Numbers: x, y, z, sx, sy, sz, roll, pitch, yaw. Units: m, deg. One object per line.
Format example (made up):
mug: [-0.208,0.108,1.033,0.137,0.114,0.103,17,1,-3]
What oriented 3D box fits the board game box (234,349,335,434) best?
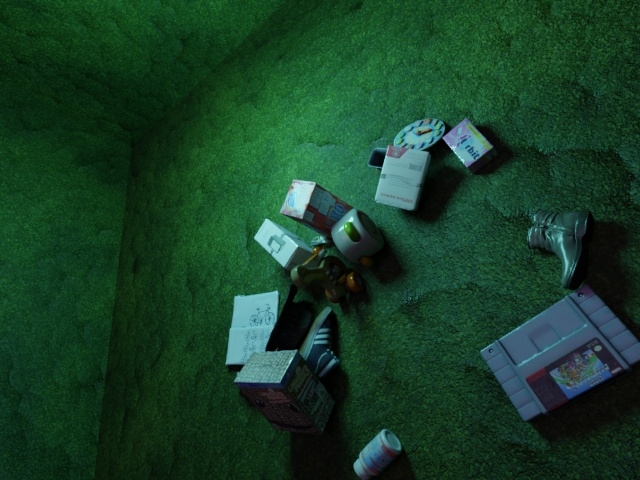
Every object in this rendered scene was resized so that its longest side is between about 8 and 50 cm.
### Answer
board game box: [-0.126,0.555,1.531,0.232,0.291,0.141,-14,29,37]

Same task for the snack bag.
snack bag: [-0.318,0.407,1.955,0.323,0.037,0.343,-13,64,38]

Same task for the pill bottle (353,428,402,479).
pill bottle: [0.183,0.700,1.358,0.160,0.087,0.087,-51,47,13]

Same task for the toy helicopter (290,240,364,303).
toy helicopter: [0.005,0.115,1.576,0.140,0.355,0.235,-30,72,29]

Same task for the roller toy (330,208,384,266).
roller toy: [0.140,-0.011,1.629,0.146,0.209,0.191,-39,26,22]

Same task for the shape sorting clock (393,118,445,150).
shape sorting clock: [0.388,-0.417,1.653,0.206,0.040,0.206,-19,37,15]

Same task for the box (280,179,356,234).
box: [0.002,-0.118,1.716,0.142,0.300,0.154,17,84,44]

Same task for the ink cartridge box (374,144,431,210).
ink cartridge box: [0.311,-0.232,1.573,0.158,0.092,0.218,16,96,18]

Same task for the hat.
hat: [-0.110,0.348,1.699,0.133,0.331,0.332,18,83,7]

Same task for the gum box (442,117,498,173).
gum box: [0.537,-0.345,1.512,0.107,0.062,0.188,-40,51,21]

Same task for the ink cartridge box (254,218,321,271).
ink cartridge box: [-0.134,0.039,1.839,0.273,0.198,0.115,38,97,43]

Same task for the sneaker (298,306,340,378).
sneaker: [0.019,0.401,1.627,0.282,0.153,0.099,-58,3,-40]

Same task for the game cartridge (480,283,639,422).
game cartridge: [0.649,0.312,1.140,0.355,0.068,0.230,-42,46,20]

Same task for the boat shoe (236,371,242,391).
boat shoe: [-0.313,0.641,1.838,0.183,0.066,0.066,12,85,53]

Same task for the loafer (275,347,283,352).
loafer: [-0.187,0.519,1.781,0.045,0.039,0.125,5,71,8]

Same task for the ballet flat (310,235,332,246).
ballet flat: [0.000,0.000,1.845,0.114,0.041,0.041,-11,65,39]

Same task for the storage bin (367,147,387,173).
storage bin: [0.275,-0.310,1.706,0.135,0.091,0.098,19,85,45]

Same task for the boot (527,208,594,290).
boot: [0.690,0.023,1.225,0.161,0.083,0.247,3,68,49]
